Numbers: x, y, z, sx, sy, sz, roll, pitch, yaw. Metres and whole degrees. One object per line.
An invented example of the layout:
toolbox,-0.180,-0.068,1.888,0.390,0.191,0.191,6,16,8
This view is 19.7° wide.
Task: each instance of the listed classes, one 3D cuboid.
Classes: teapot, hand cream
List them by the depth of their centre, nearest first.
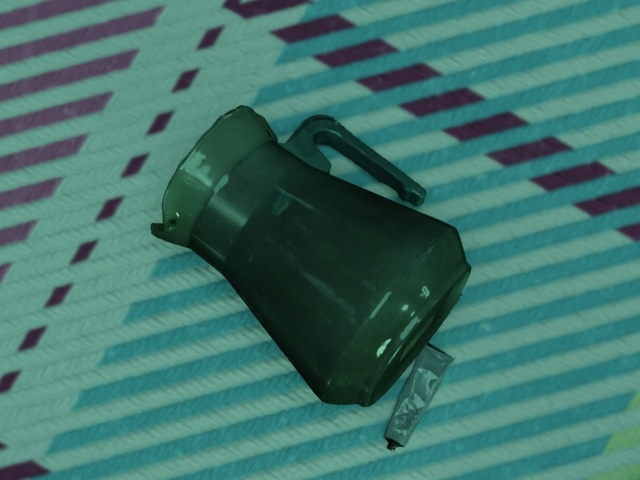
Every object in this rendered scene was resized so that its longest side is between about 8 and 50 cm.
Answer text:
teapot,0.000,0.000,1.459,0.225,0.171,0.203,38,54,10
hand cream,0.077,0.130,1.510,0.030,0.019,0.093,27,78,4
